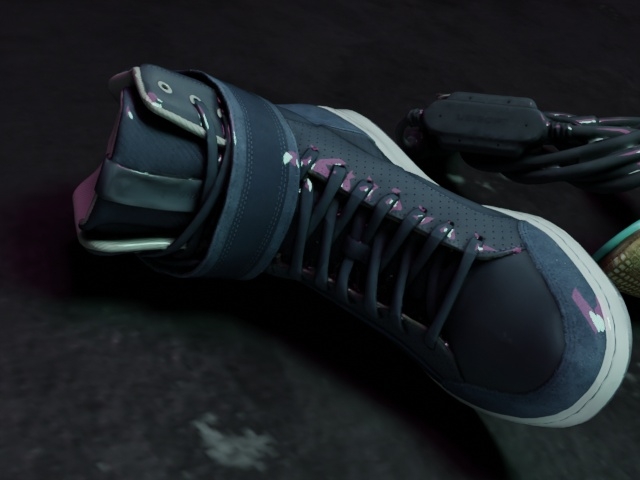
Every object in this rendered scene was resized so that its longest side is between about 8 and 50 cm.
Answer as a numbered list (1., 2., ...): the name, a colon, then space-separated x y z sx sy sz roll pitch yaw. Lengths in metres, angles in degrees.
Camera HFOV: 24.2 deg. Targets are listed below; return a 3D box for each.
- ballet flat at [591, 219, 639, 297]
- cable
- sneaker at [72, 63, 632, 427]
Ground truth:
1. ballet flat: 0.208 0.002 0.773 0.206 0.073 0.067 -25 80 -50
2. cable: 0.142 -0.050 0.797 0.185 0.047 0.150 7 4 31
3. sneaker: -0.001 0.001 0.588 0.163 0.086 0.226 9 19 -43
